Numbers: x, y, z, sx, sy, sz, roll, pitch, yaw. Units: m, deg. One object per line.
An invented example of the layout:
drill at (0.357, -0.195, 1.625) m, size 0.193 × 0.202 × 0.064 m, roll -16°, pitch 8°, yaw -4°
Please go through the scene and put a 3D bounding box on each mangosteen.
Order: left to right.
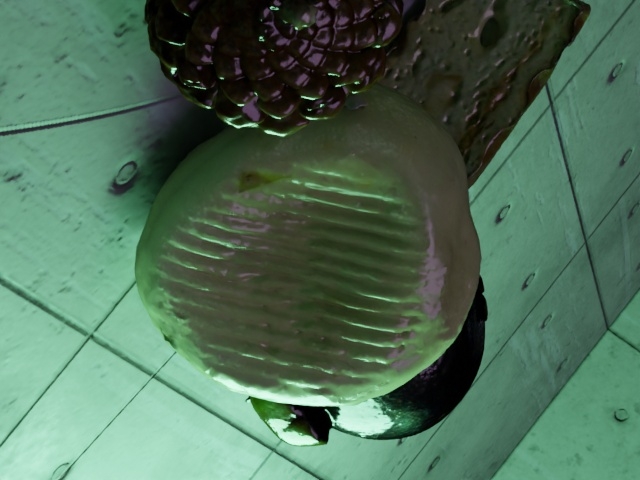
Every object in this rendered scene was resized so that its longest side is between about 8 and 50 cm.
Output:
mangosteen at (0.033, 0.079, 1.222) m, size 0.243 × 0.243 × 0.243 m, roll -42°, pitch 154°, yaw -25°

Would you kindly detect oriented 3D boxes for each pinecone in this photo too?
pinecone at (-0.031, -0.144, 0.852) m, size 0.173 × 0.174 × 0.173 m, roll -42°, pitch 154°, yaw -25°

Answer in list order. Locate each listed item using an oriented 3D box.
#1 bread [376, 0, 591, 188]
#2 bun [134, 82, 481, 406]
bread at (0.117, -0.139, 1.181) m, size 0.232 × 0.128 × 0.088 m, roll -56°, pitch -177°, yaw 3°
bun at (0.000, 0.000, 1.043) m, size 0.259 × 0.259 × 0.160 m, roll -60°, pitch -172°, yaw 15°
